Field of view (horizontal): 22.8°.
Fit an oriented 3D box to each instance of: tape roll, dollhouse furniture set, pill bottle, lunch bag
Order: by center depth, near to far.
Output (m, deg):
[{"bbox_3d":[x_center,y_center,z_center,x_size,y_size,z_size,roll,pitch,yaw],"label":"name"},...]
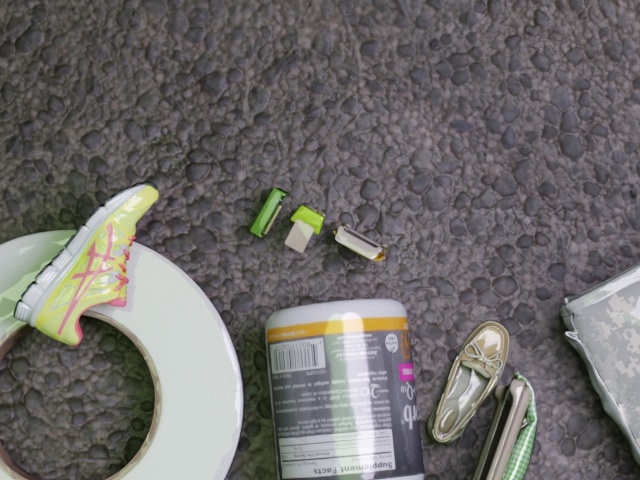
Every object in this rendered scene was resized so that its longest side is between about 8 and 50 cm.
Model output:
[{"bbox_3d":[0.222,0.310,1.703,0.151,0.197,0.302,20,84,3],"label":"dollhouse furniture set"},{"bbox_3d":[0.028,0.209,1.734,0.162,0.162,0.278,-6,84,-1],"label":"pill bottle"},{"bbox_3d":[0.427,0.114,1.743,0.287,0.169,0.235,-26,84,-8],"label":"lunch bag"},{"bbox_3d":[-0.278,0.183,1.781,0.392,0.072,0.392,0,83,0],"label":"tape roll"},{"bbox_3d":[0.000,0.000,1.806,0.151,0.076,0.059,29,97,5],"label":"dollhouse furniture set"}]

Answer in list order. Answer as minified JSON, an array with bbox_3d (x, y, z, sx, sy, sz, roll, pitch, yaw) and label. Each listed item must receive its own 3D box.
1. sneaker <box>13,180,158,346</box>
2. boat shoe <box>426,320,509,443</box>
[{"bbox_3d":[-0.237,0.027,1.732,0.094,0.081,0.208,40,91,-2],"label":"sneaker"},{"bbox_3d":[0.169,0.161,1.795,0.056,0.048,0.153,33,84,3],"label":"boat shoe"}]
